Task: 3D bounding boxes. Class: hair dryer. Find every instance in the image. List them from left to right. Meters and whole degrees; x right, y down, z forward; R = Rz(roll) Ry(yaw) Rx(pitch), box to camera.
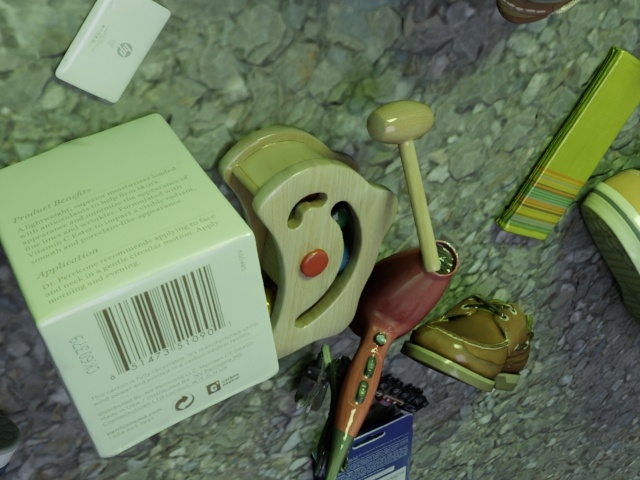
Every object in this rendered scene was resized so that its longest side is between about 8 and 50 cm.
[{"bbox_3d":[0.059,0.120,0.816,0.080,0.223,0.293,19,113,-14],"label":"hair dryer"}]

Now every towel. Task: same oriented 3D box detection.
[{"bbox_3d":[0.297,-0.105,0.936,0.102,0.021,0.237,10,118,-46],"label":"towel"}]

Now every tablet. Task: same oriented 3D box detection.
[{"bbox_3d":[-0.152,-0.145,0.595,0.054,0.006,0.083,22,111,-44],"label":"tablet"}]

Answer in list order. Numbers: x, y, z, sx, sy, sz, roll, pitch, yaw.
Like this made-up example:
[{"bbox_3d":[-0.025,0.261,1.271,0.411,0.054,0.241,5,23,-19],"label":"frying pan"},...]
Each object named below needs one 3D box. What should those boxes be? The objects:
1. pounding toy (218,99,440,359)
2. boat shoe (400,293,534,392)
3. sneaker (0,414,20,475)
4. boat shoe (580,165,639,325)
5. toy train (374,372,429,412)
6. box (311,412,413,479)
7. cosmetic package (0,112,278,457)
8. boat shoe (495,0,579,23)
[{"bbox_3d":[0.000,0.000,0.713,0.154,0.155,0.269,-2,124,-37],"label":"pounding toy"},{"bbox_3d":[0.181,0.110,0.950,0.104,0.111,0.307,-65,157,2],"label":"boat shoe"},{"bbox_3d":[-0.389,0.225,0.680,0.226,0.086,0.163,13,114,-42],"label":"sneaker"},{"bbox_3d":[0.503,0.060,1.099,0.156,0.186,0.500,-37,133,5],"label":"boat shoe"},{"bbox_3d":[0.087,0.194,1.033,0.036,0.027,0.158,-39,140,17],"label":"toy train"},{"bbox_3d":[0.058,0.313,1.097,0.137,0.036,0.225,-20,137,-18],"label":"box"},{"bbox_3d":[-0.144,0.027,0.613,0.151,0.183,0.151,-23,134,-18],"label":"cosmetic package"},{"bbox_3d":[0.249,-0.311,0.676,0.324,0.123,0.116,-45,172,-7],"label":"boat shoe"}]
